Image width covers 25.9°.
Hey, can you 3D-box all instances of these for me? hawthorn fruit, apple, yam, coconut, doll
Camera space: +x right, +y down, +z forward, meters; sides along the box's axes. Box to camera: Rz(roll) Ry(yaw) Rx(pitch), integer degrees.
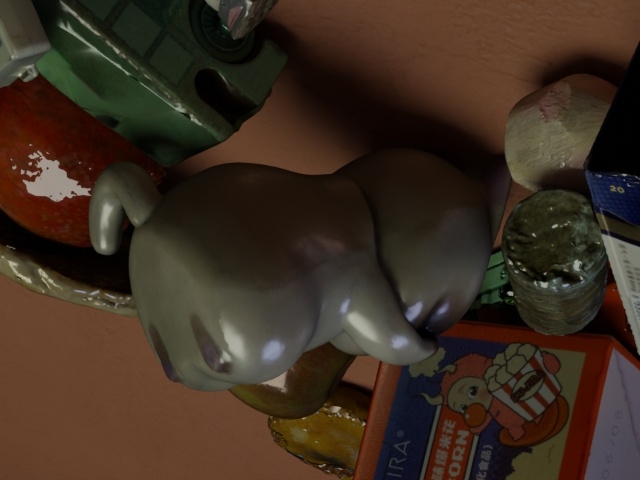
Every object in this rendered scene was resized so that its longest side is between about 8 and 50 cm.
[{"bbox_3d":[-0.283,-0.116,1.455,0.253,0.205,0.205,35,151,-3],"label":"hawthorn fruit"},{"bbox_3d":[-0.042,0.106,1.613,0.174,0.188,0.188,30,152,6],"label":"apple"},{"bbox_3d":[0.206,0.021,1.214,0.093,0.093,0.259,20,173,14],"label":"yam"},{"bbox_3d":[0.219,-0.084,1.161,0.110,0.110,0.124,39,155,-21],"label":"coconut"},{"bbox_3d":[-0.008,0.026,1.281,0.370,0.226,0.215,-2,159,-25],"label":"doll"}]

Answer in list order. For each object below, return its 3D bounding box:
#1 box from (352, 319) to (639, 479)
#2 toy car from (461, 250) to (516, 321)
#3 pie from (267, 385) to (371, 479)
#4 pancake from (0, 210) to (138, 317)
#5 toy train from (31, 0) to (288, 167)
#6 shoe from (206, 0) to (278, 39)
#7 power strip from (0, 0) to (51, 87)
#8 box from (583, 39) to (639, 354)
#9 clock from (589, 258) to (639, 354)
[{"bbox_3d":[0.209,0.293,1.464,0.257,0.349,0.318,4,162,35],"label":"box"},{"bbox_3d":[0.182,0.045,1.441,0.054,0.073,0.143,19,155,-23],"label":"toy car"},{"bbox_3d":[0.054,0.287,1.948,0.273,0.069,0.273,22,151,13],"label":"pie"},{"bbox_3d":[-0.282,0.004,1.595,0.356,0.065,0.356,19,-165,-5],"label":"pancake"},{"bbox_3d":[-0.187,-0.207,1.256,0.326,0.159,0.129,41,147,-21],"label":"toy train"},{"bbox_3d":[-0.068,-0.254,1.161,0.092,0.089,0.180,37,150,7],"label":"shoe"},{"bbox_3d":[-0.331,-0.298,1.166,0.106,0.043,0.367,-23,91,53],"label":"power strip"},{"bbox_3d":[0.290,-0.033,1.119,0.071,0.168,0.259,12,149,30],"label":"box"},{"bbox_3d":[0.337,0.063,1.356,0.205,0.051,0.205,21,152,12],"label":"clock"}]
